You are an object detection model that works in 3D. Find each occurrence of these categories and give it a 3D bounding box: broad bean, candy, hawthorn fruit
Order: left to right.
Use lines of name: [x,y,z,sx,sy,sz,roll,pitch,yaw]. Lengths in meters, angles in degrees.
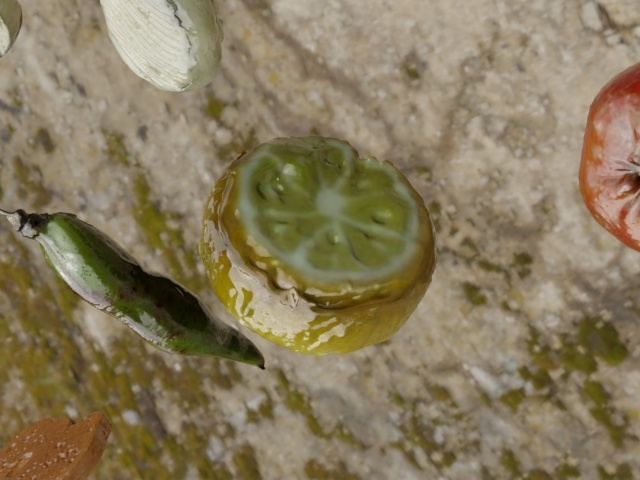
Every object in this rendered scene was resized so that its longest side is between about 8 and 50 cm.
broad bean: [-0.183,0.059,1.113,0.061,0.077,0.339,-34,128,23]
candy: [0.000,0.000,1.173,0.260,0.260,0.118,49,148,19]
hawthorn fruit: [0.324,-0.083,0.964,0.179,0.200,0.179,12,117,26]

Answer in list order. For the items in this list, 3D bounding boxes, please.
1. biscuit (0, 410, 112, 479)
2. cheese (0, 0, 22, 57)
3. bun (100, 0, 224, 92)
biscuit: [-0.204,0.164,0.774,0.130,0.102,0.019,-17,117,34]
cheese: [-0.452,-0.187,1.144,0.163,0.286,0.082,25,148,39]
bun: [-0.238,-0.349,1.723,0.239,0.141,0.239,36,146,30]
